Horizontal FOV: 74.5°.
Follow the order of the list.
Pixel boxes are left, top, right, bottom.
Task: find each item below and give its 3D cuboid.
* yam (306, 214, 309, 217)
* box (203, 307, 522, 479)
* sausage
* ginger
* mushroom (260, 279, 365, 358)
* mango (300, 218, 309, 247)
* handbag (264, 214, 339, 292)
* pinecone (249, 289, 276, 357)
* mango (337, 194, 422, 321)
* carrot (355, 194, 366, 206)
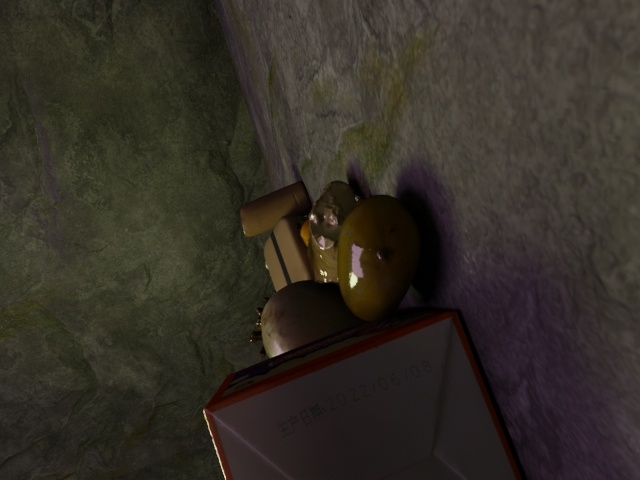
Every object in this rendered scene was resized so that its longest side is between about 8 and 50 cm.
[{"bbox_3d":[-0.036,-0.070,1.546,0.014,0.014,0.107,80,168,-49],"label":"yam"},{"bbox_3d":[0.059,0.304,0.625,0.257,0.348,0.319,118,131,-79],"label":"box"},{"bbox_3d":[-0.163,-0.107,1.478,0.123,0.252,0.123,158,90,-86],"label":"sausage"},{"bbox_3d":[0.034,-0.009,0.869,0.275,0.130,0.222,-169,71,-82],"label":"ginger"},{"bbox_3d":[0.004,0.265,0.941,0.362,0.294,0.362,45,-175,-5],"label":"mushroom"},{"bbox_3d":[-0.002,-0.007,1.216,0.165,0.089,0.115,-132,22,-62],"label":"mango"},{"bbox_3d":[-0.084,0.095,1.420,0.283,0.149,0.302,-51,52,39],"label":"handbag"},{"bbox_3d":[-0.089,0.326,1.600,0.384,0.384,0.385,161,90,-82],"label":"pinecone"},{"bbox_3d":[0.076,0.038,0.625,0.251,0.114,0.157,100,169,-56],"label":"mango"},{"bbox_3d":[0.095,-0.018,0.756,0.142,0.035,0.035,66,172,-4],"label":"carrot"}]
